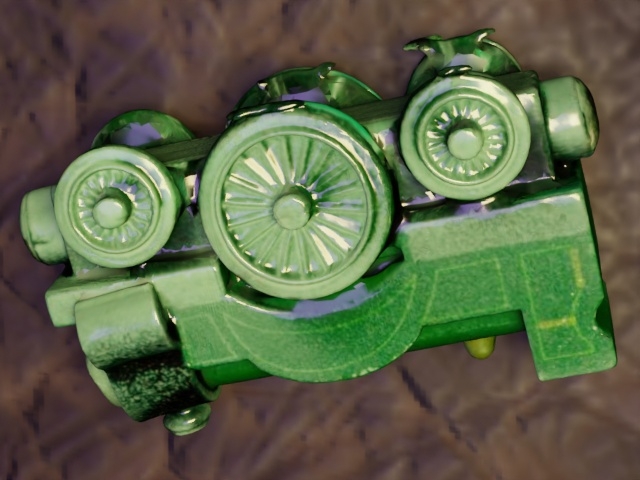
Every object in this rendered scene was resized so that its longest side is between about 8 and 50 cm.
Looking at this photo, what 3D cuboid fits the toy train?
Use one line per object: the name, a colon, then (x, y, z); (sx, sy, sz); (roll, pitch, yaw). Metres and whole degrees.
toy train: (0.000, 0.000, 0.532); (0.178, 0.071, 0.104); (-12, 108, 10)
